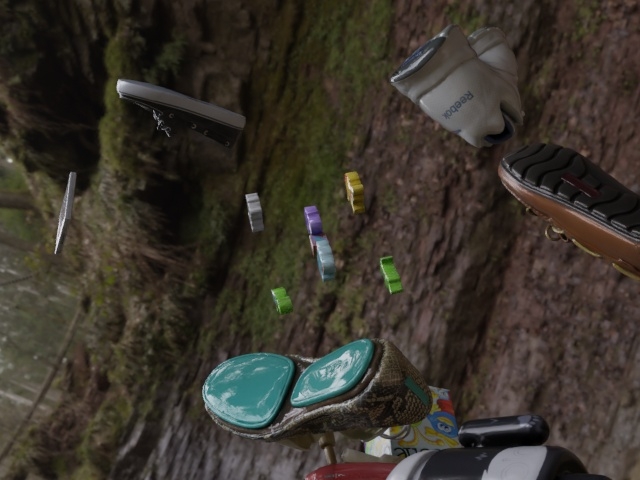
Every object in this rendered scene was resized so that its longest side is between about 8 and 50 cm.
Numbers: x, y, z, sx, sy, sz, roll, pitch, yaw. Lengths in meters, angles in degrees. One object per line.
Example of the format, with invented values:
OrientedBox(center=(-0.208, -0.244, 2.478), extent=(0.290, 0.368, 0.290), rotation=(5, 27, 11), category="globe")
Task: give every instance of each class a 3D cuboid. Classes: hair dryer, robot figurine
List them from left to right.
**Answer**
OrientedBox(center=(0.052, 0.373, 1.093), extent=(0.293, 0.223, 0.080), rotation=(-40, 36, 28), category="hair dryer")
OrientedBox(center=(0.193, 0.308, 0.872), extent=(0.209, 0.278, 0.174), rotation=(-30, -76, -51), category="robot figurine")

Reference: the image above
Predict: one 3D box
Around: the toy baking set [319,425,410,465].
OrientedBox(center=(0.069, 0.311, 1.447), extent=(0.030, 0.196, 0.256), rotation=(32, -144, -40), category="toy baking set")

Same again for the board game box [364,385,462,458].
OrientedBox(center=(0.170, 0.407, 1.505), extent=(0.275, 0.142, 0.144), rotation=(-92, 17, -59), category="board game box")

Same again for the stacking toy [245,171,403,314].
OrientedBox(center=(0.000, 0.000, 1.104), extent=(0.052, 0.167, 0.221), rotation=(87, 168, -45), category="stacking toy")

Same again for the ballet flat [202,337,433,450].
OrientedBox(center=(-0.010, 0.267, 1.316), extent=(0.182, 0.483, 0.164), rotation=(42, -125, -23), category="ballet flat")

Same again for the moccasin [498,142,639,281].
OrientedBox(center=(0.442, -0.049, 1.359), extent=(0.139, 0.380, 0.147), rotation=(-34, -47, -19), category="moccasin")

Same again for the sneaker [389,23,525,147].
OrientedBox(center=(0.174, -0.165, 0.925), extent=(0.111, 0.129, 0.297), rotation=(-40, -4, 30), category="sneaker")

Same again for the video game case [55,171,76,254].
OrientedBox(center=(-0.408, -0.042, 1.303), extent=(0.122, 0.011, 0.087), rotation=(129, 144, -53), category="video game case")

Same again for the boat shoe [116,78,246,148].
OrientedBox(center=(-0.244, -0.213, 1.404), extent=(0.080, 0.228, 0.076), rotation=(40, 112, 62), category="boat shoe")
